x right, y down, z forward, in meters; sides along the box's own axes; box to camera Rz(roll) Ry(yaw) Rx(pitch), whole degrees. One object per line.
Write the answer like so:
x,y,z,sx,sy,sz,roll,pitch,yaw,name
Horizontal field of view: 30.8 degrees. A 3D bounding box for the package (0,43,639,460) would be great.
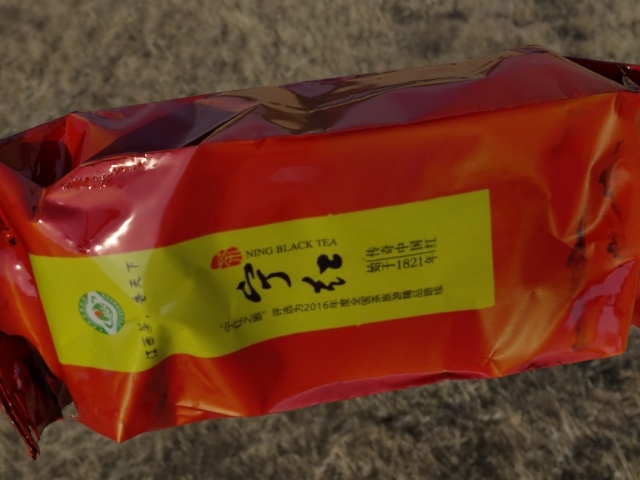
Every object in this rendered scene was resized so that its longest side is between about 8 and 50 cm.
0.001,0.000,0.709,0.424,0.196,0.123,-10,22,-9,package
